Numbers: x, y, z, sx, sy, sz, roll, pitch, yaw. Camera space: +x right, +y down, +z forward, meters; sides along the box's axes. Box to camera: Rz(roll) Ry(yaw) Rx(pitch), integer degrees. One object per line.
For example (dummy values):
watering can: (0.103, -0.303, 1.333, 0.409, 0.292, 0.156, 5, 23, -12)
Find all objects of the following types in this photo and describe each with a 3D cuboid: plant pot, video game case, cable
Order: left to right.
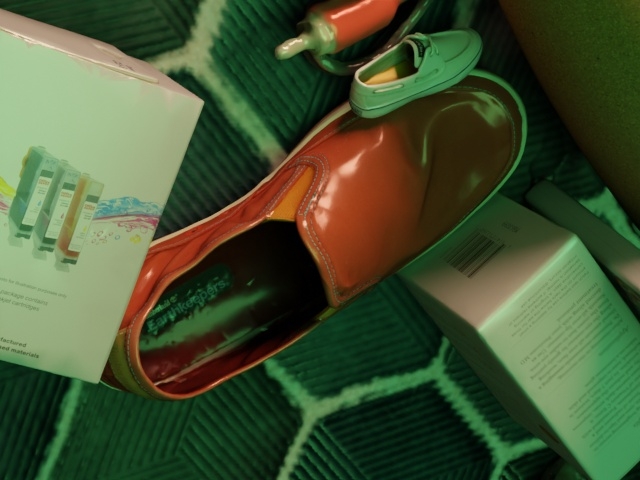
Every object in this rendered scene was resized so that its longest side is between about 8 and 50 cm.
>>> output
cable: (0.086, -0.185, 0.937, 0.287, 0.072, 0.139, -18, 118, -17)
plant pot: (0.208, -0.153, 0.900, 0.254, 0.237, 0.237, 37, 90, -30)
video game case: (0.240, 0.072, 0.997, 0.026, 0.227, 0.206, -39, 117, 1)

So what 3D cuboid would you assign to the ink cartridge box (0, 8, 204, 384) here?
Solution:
ink cartridge box: (-0.167, -0.032, 0.847, 0.127, 0.128, 0.176, 19, 98, -27)

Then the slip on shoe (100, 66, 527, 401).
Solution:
slip on shoe: (0.000, 0.000, 0.945, 0.331, 0.101, 0.123, -31, 114, -13)

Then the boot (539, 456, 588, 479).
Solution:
boot: (0.189, 0.231, 1.135, 0.114, 0.037, 0.106, 38, 76, -31)

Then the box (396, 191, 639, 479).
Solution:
box: (0.151, 0.064, 1.012, 0.091, 0.130, 0.170, -43, 118, -5)

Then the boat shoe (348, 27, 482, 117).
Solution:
boat shoe: (0.061, -0.113, 0.939, 0.100, 0.035, 0.035, -27, 150, -18)

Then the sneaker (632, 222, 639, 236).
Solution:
sneaker: (0.352, 0.029, 1.095, 0.292, 0.118, 0.110, 31, 91, -29)
